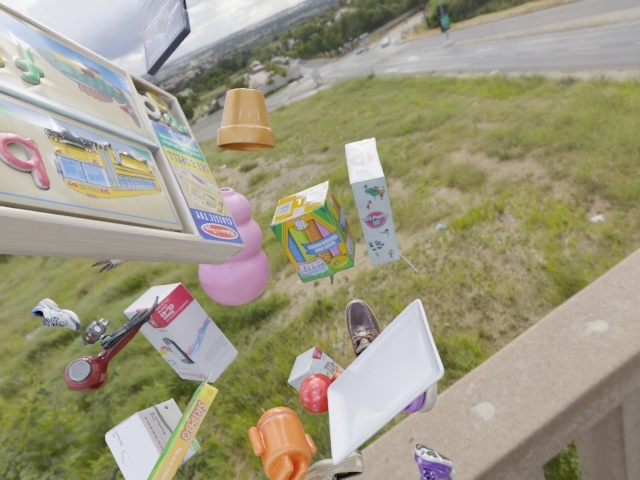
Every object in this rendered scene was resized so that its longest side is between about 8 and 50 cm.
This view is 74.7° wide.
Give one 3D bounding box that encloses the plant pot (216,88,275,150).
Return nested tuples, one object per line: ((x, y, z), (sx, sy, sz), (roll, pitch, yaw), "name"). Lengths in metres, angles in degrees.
((-0.264, -0.424, 1.480), (0.205, 0.188, 0.205), (-1, 4, 0), "plant pot")

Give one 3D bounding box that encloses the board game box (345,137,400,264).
((0.158, -0.115, 1.251), (0.097, 0.304, 0.224), (-12, 39, 9), "board game box")

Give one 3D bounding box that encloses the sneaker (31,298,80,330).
((-0.705, 0.210, 1.115), (0.135, 0.052, 0.058), (24, 30, 7), "sneaker")

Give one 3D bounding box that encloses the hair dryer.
((-0.499, 0.274, 1.010), (0.294, 0.080, 0.223), (-51, -13, 23), "hair dryer")

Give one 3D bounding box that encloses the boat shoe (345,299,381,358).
((0.171, 0.376, 1.512), (0.123, 0.123, 0.342), (-13, 73, 2), "boat shoe")

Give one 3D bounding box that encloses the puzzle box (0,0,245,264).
((-0.257, -0.108, 0.419), (0.052, 0.272, 0.409), (-33, -16, 18), "puzzle box")

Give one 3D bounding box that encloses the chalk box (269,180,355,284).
((0.000, 0.000, 1.294), (0.179, 0.289, 0.180), (-20, 28, 16), "chalk box")

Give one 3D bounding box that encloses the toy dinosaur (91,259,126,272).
((-0.550, -0.028, 0.987), (0.200, 0.295, 0.127), (-45, 16, 57), "toy dinosaur")

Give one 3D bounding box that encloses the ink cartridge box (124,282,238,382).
((-0.438, 0.292, 1.322), (0.226, 0.306, 0.131), (-14, 25, 45), "ink cartridge box")

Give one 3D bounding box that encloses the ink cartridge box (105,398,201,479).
((-0.505, 0.625, 1.295), (0.114, 0.198, 0.273), (-34, -12, -5), "ink cartridge box")

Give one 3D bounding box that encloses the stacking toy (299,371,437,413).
((0.111, 0.363, 1.020), (0.330, 0.141, 0.141), (0, 22, -19), "stacking toy")

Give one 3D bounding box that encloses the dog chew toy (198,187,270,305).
((-0.252, 0.015, 1.195), (0.206, 0.332, 0.207), (-1, 22, 0), "dog chew toy")

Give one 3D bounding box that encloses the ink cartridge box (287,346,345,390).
((-0.010, 0.532, 1.634), (0.127, 0.176, 0.128), (-38, 17, 33), "ink cartridge box")

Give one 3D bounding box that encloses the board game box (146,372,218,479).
((-0.257, 0.367, 0.741), (0.124, 0.039, 0.260), (-47, 17, 53), "board game box")

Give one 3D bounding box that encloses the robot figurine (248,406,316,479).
((-0.099, 0.538, 1.113), (0.157, 0.128, 0.219), (-17, 30, -12), "robot figurine")

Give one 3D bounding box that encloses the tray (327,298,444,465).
((0.096, 0.229, 0.665), (0.270, 0.030, 0.145), (-54, 22, 29), "tray")

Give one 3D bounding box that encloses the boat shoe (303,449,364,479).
((0.028, 0.623, 1.111), (0.189, 0.068, 0.072), (-32, 31, 13), "boat shoe")

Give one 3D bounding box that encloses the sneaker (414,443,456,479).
((0.210, 0.435, 0.775), (0.068, 0.170, 0.071), (11, 54, 39), "sneaker")

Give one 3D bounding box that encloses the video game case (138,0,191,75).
((-0.442, -0.630, 1.176), (0.196, 0.026, 0.275), (-27, 68, 34), "video game case")
